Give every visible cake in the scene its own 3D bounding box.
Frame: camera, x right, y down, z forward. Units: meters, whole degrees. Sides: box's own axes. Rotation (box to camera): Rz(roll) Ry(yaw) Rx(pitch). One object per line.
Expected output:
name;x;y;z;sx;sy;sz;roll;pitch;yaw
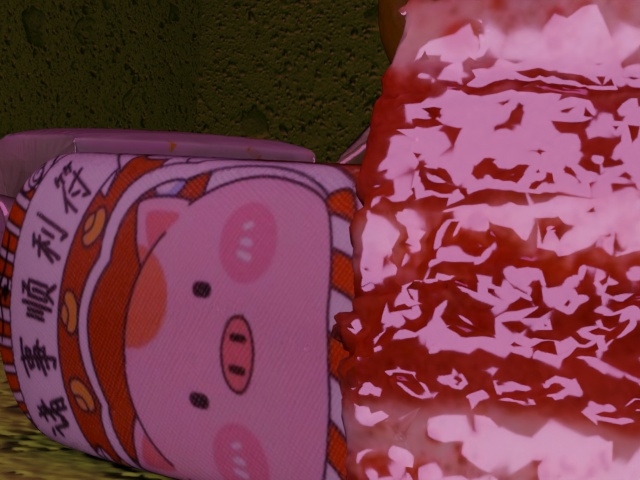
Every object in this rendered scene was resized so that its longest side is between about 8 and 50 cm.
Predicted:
cake;0.151;0.014;0.336;0.262;0.158;0.159;3;-2;27

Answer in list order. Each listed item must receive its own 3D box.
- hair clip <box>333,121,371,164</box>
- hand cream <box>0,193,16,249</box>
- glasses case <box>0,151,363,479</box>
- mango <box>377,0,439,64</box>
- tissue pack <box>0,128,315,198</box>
hair clip;0.000;0.002;0.904;0.321;0.091;0.138;-24;20;-37
hand cream;-0.141;0.010;1.032;0.111;0.070;0.312;2;-2;45
glasses case;-0.004;0.026;0.448;0.267;0.103;0.067;4;2;39
mango;0.167;-0.046;0.658;0.332;0.142;0.195;40;19;5
tissue pack;-0.148;-0.035;1.304;0.225;0.124;0.185;0;6;-32
